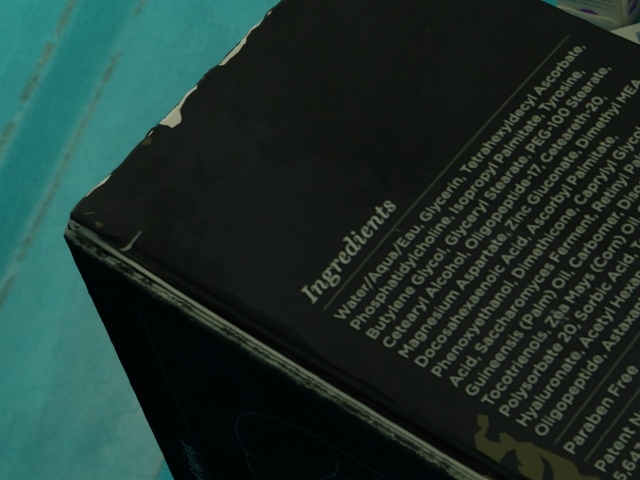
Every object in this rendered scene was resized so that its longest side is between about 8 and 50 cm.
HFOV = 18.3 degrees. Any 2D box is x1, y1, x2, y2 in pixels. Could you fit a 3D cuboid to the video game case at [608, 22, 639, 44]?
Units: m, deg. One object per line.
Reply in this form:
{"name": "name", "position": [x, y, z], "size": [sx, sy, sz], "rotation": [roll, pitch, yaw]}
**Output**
{"name": "video game case", "position": [0.315, -0.054, 1.583], "size": [0.300, 0.036, 0.329], "rotation": [-16, 53, 1]}

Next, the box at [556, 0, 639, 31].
{"name": "box", "position": [0.301, -0.317, 1.754], "size": [0.067, 0.063, 0.324], "rotation": [17, 61, 25]}

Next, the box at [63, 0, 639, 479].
{"name": "box", "position": [0.155, 0.135, 1.211], "size": [0.472, 0.480, 0.297], "rotation": [28, 64, 28]}
